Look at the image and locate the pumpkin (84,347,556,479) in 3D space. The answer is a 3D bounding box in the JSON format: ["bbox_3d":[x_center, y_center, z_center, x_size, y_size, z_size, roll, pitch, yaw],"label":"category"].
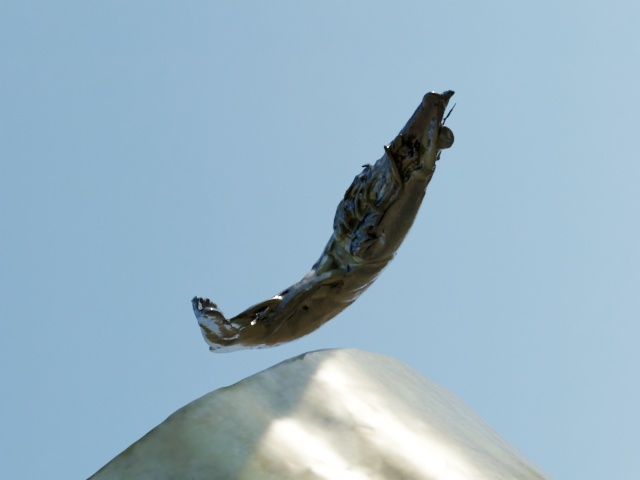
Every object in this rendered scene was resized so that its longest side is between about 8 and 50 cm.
[{"bbox_3d":[0.021,0.223,0.629,0.332,0.199,0.332,-22,-54,-34],"label":"pumpkin"}]

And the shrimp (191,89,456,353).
[{"bbox_3d":[0.000,0.000,1.219,0.198,0.051,0.262,-22,-27,-45],"label":"shrimp"}]
